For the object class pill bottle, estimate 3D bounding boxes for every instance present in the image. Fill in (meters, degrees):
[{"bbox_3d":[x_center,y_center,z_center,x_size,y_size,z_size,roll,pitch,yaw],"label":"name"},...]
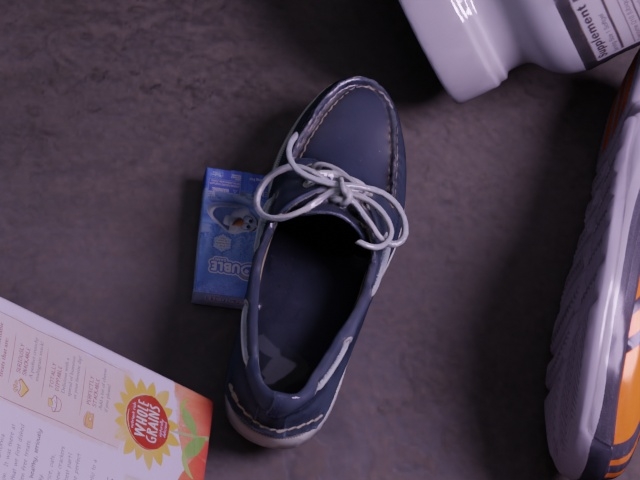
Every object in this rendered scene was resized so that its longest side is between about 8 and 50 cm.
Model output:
[{"bbox_3d":[0.185,-0.205,1.239,0.278,0.162,0.162,-25,68,10],"label":"pill bottle"}]

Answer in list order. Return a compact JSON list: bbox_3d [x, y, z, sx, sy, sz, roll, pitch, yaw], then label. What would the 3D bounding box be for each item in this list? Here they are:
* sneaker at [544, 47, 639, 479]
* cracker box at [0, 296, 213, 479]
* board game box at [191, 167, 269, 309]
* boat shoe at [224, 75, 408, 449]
[{"bbox_3d":[0.253,0.021,1.207,0.180,0.124,0.321,19,62,0],"label":"sneaker"},{"bbox_3d":[-0.168,0.123,1.039,0.232,0.067,0.155,31,53,-39],"label":"cracker box"},{"bbox_3d":[-0.033,0.002,1.221,0.090,0.020,0.090,7,64,-8],"label":"board game box"},{"bbox_3d":[0.000,0.000,1.171,0.095,0.079,0.254,22,63,0],"label":"boat shoe"}]
